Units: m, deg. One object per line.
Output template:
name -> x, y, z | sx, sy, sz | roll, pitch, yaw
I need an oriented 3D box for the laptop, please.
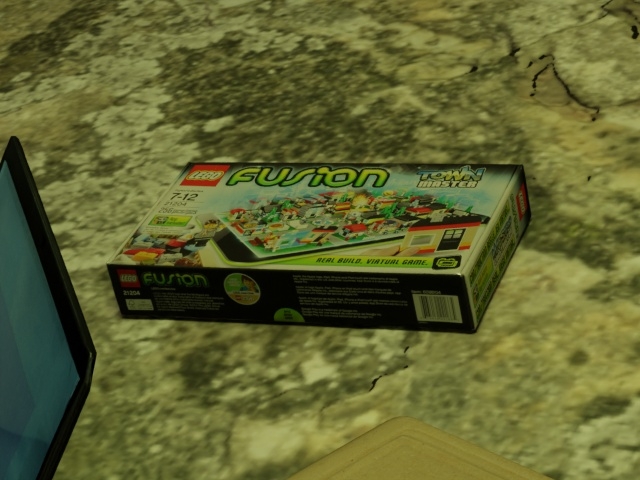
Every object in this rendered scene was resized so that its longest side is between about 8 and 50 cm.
laptop -> -0.231, 0.093, 0.862 | 0.264, 0.136, 0.234 | -18, 30, -8

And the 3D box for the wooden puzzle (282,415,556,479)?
wooden puzzle -> 0.024, 0.153, 0.738 | 0.221, 0.044, 0.239 | -26, 25, -34

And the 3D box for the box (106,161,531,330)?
box -> 0.000, 0.000, 1.029 | 0.207, 0.036, 0.114 | 1, 33, 23
